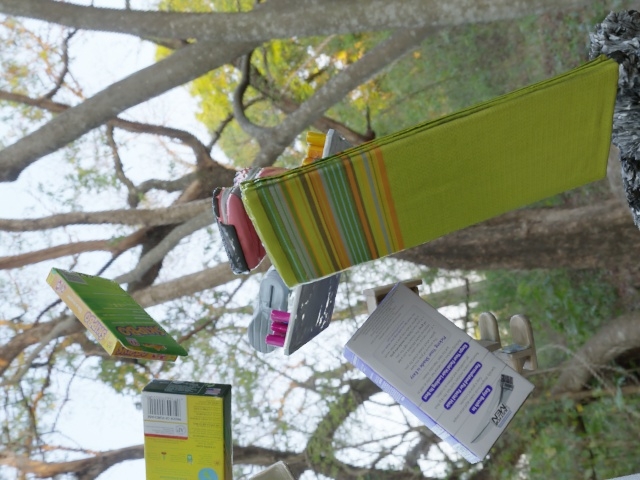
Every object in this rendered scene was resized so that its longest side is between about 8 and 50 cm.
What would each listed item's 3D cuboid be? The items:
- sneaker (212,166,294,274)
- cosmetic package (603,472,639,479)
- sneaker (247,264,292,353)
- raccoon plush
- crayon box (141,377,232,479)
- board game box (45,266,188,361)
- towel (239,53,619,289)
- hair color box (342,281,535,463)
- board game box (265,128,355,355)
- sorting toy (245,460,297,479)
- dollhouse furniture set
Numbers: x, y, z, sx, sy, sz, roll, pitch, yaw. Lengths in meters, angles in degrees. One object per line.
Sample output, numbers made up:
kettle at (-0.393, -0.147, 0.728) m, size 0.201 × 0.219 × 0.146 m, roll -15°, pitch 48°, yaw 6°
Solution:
sneaker at (-0.074, -0.056, 0.984) m, size 0.314 × 0.136 × 0.116 m, roll -81°, pitch -22°, yaw -65°
cosmetic package at (0.240, 0.408, 0.552) m, size 0.156 × 0.217 × 0.385 m, roll -88°, pitch -14°, yaw -69°
sneaker at (-0.108, 0.163, 1.529) m, size 0.091 × 0.094 × 0.258 m, roll -56°, pitch -14°, yaw -52°
raccoon plush at (0.604, -0.215, 0.958) m, size 0.446 × 0.299 × 0.216 m, roll 51°, pitch -129°, yaw -34°
crayon box at (-0.317, 0.498, 1.536) m, size 0.081 × 0.202 × 0.318 m, roll -55°, pitch -33°, yaw -77°
board game box at (-0.326, 0.121, 1.021) m, size 0.124 × 0.259 × 0.039 m, roll 21°, pitch -84°, yaw -51°
towel at (0.073, -0.039, 0.415) m, size 0.102 × 0.237 × 0.021 m, roll 69°, pitch -178°, yaw -49°
hair color box at (0.232, 0.264, 1.300) m, size 0.339 × 0.185 × 0.110 m, roll 38°, pitch 162°, yaw 16°
board game box at (0.000, 0.000, 1.255) m, size 0.390 × 0.050 × 0.390 m, roll -3°, pitch -75°, yaw -79°
sorting toy at (-0.108, 0.561, 1.256) m, size 0.193 × 0.208 × 0.038 m, roll 59°, pitch -171°, yaw 0°
dollhouse furniture set at (0.304, 0.245, 1.734) m, size 0.362 × 0.394 × 0.256 m, roll -11°, pitch -88°, yaw -26°
